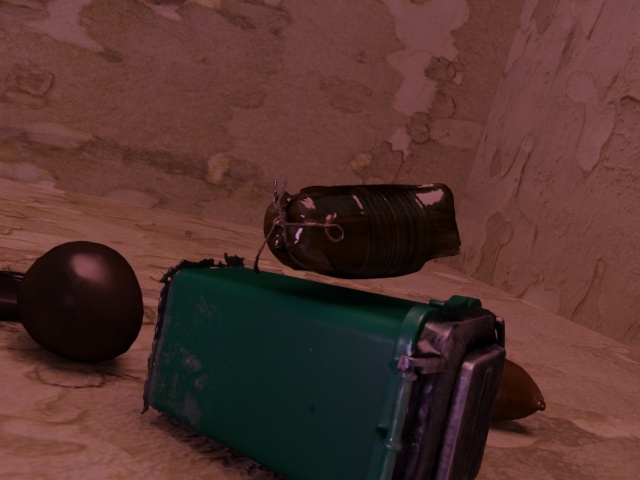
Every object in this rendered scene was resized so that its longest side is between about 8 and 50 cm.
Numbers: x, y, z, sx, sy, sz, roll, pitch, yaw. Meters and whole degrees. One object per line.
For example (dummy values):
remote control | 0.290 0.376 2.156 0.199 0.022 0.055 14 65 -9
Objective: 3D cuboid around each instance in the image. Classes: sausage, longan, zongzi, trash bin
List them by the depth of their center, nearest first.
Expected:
trash bin | -0.005 0.163 0.946 0.381 0.259 0.295 13 5 25
zongzi | 0.000 0.000 0.950 0.247 0.111 0.241 -2 -10 -34
longan | -0.328 0.083 1.113 0.189 0.189 0.189 16 7 -2
sausage | 0.146 0.208 1.357 0.500 0.123 0.136 15 10 -17

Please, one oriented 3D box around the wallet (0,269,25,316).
wallet | -0.453 0.084 1.257 0.309 0.042 0.165 11 11 -40
